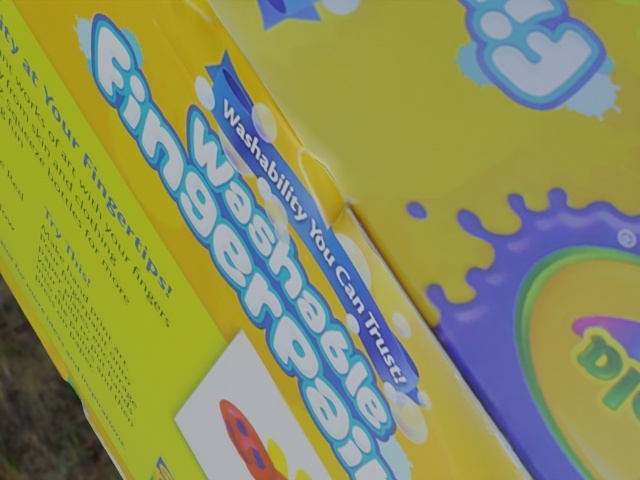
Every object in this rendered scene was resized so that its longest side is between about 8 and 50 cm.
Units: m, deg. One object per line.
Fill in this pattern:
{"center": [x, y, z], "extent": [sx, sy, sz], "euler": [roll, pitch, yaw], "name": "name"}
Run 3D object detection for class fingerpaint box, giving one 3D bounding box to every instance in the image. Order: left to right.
{"center": [0.000, 0.000, 0.577], "extent": [0.163, 0.444, 0.371], "euler": [-27, 163, -25], "name": "fingerpaint box"}
